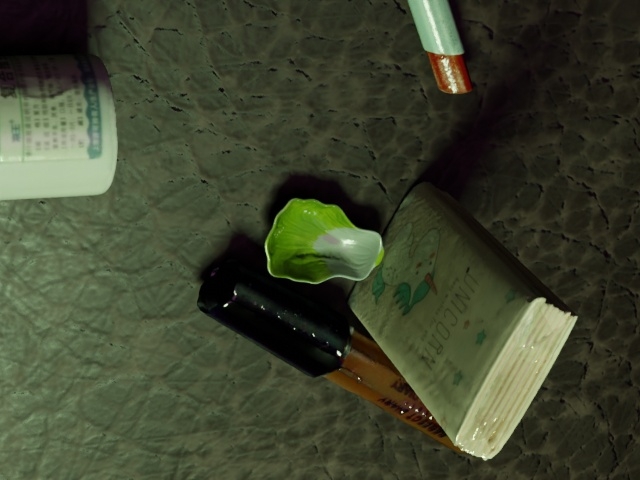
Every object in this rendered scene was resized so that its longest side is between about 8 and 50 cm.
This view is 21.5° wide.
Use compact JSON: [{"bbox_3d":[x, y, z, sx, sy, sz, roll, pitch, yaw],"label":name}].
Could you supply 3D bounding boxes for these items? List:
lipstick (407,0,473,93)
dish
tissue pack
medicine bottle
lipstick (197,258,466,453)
[{"bbox_3d":[0.100,-0.264,1.688,0.068,0.061,0.274,-27,121,-10],"label":"lipstick"},{"bbox_3d":[0.000,0.000,1.787,0.137,0.039,0.091,14,103,-27],"label":"dish"},{"bbox_3d":[0.136,0.072,1.707,0.071,0.325,0.170,24,102,-26],"label":"tissue pack"},{"bbox_3d":[-0.316,-0.103,1.558,0.237,0.139,0.139,-3,115,-18],"label":"medicine bottle"},{"bbox_3d":[0.044,0.136,1.848,0.418,0.077,0.077,31,100,-31],"label":"lipstick"}]
